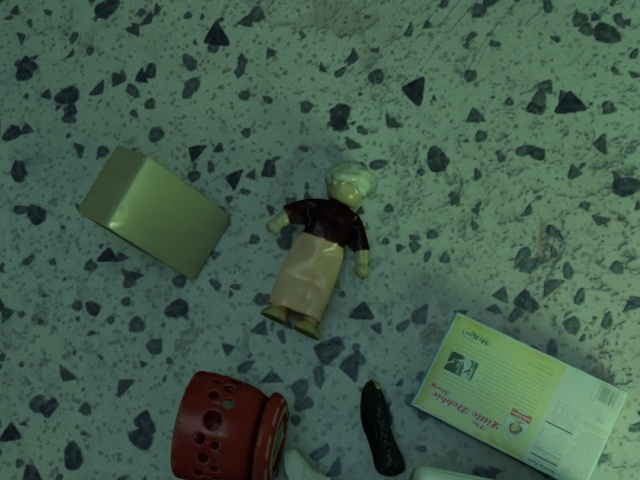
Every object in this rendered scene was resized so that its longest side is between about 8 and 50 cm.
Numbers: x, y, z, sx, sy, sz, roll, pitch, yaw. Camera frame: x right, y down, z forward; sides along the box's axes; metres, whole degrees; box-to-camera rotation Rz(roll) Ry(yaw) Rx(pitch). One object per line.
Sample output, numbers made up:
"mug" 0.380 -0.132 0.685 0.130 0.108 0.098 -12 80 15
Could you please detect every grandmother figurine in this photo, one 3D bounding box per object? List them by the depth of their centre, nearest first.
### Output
"grandmother figurine" 0.000 0.000 1.734 0.207 0.104 0.343 27 77 -10

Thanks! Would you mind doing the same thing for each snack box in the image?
"snack box" 0.340 0.277 1.598 0.321 0.060 0.187 26 80 17

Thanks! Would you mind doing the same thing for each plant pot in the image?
"plant pot" -0.153 0.335 1.615 0.174 0.191 0.191 8 76 9

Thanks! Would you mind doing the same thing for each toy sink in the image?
"toy sink" -0.319 -0.053 1.777 0.131 0.234 0.153 21 79 46

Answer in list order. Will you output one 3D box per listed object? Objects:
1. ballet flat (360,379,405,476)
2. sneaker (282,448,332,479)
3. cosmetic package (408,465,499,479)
"ballet flat" 0.108 0.335 1.645 0.057 0.049 0.173 -33 61 47
"sneaker" 0.023 0.452 1.608 0.115 0.090 0.232 -34 79 -7
"cosmetic package" 0.261 0.565 1.372 0.327 0.329 0.394 10 76 7
